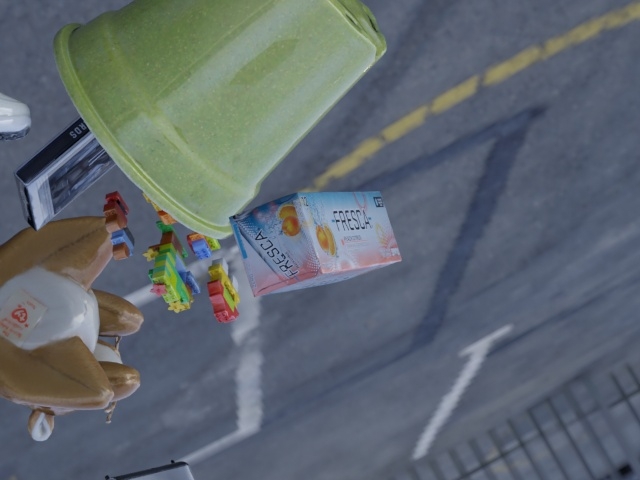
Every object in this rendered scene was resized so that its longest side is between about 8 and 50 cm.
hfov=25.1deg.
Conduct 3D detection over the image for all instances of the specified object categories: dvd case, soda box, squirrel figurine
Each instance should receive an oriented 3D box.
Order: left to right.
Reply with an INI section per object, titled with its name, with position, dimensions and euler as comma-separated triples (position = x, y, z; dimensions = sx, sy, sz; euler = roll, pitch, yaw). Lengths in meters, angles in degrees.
[squirrel figurine]
position = -0.461, 0.164, 2.158
dimensions = 0.397, 0.281, 0.370
euler = -5, 161, -6
[dvd case]
position = -0.265, -0.121, 1.731
dimensions = 0.238, 0.029, 0.179
euler = -42, 173, -16
[soda box]
position = 0.000, 0.000, 1.076
dimensions = 0.058, 0.063, 0.183
euler = -19, 175, 20

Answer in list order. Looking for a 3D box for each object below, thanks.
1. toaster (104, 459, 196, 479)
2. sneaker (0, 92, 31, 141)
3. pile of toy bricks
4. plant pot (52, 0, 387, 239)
[toaster]
position = -0.245, 0.374, 1.872
dimensions = 0.168, 0.110, 0.185
euler = -39, 161, 26
[sneaker]
position = -0.409, -0.182, 1.387
dimensions = 0.110, 0.292, 0.118
euler = 135, -22, -84
[pile of toy bricks]
position = -0.179, 0.031, 1.696
dimensions = 0.118, 0.105, 0.212
euler = -17, 129, 14
[plant pot]
position = -0.084, -0.186, 1.453
dimensions = 0.254, 0.276, 0.276
euler = -38, 162, 16
